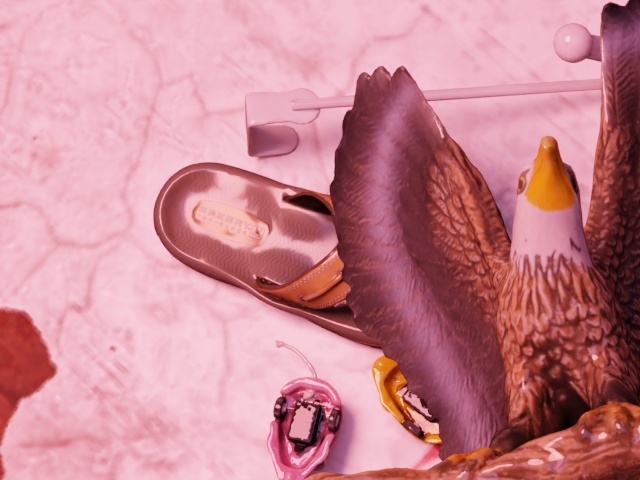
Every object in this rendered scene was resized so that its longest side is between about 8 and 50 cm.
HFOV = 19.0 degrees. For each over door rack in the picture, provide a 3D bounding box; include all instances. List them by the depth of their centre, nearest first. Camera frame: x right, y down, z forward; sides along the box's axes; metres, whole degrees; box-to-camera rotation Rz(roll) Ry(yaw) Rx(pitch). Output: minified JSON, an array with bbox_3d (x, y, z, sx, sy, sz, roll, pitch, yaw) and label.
[{"bbox_3d":[0.093,-0.191,1.117,0.324,0.108,0.239,-8,71,10],"label":"over door rack"}]

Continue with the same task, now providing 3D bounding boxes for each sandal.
[{"bbox_3d":[0.000,0.000,1.101,0.219,0.060,0.090,20,78,17],"label":"sandal"}]

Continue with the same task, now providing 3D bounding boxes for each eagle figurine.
[{"bbox_3d":[0.117,0.026,0.942,0.226,0.225,0.298,24,33,-10],"label":"eagle figurine"}]

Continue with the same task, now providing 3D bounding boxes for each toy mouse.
[{"bbox_3d":[0.019,0.127,1.073,0.161,0.031,0.143,33,82,19],"label":"toy mouse"}]
